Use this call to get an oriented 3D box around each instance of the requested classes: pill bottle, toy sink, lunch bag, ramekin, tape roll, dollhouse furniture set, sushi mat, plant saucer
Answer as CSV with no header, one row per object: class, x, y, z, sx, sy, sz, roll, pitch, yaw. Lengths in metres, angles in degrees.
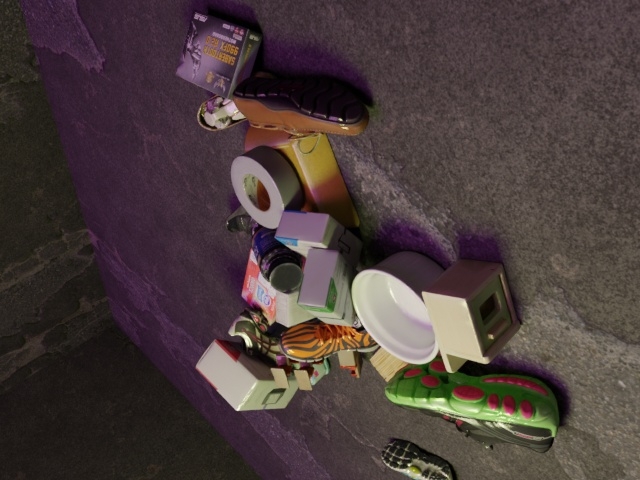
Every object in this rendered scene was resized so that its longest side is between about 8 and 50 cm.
pill bottle,-0.119,0.049,1.720,0.219,0.123,0.122,-119,14,-58
toy sink,0.352,0.182,1.376,0.131,0.153,0.234,7,123,50
lunch bag,-0.100,0.397,2.204,0.279,0.108,0.223,12,131,48
ramekin,0.224,0.161,1.540,0.277,0.135,0.277,32,141,32
tape roll,-0.149,-0.144,1.663,0.219,0.072,0.219,33,141,32
dollhouse furniture set,-0.005,0.362,1.935,0.260,0.262,0.135,0,126,17
sushi mat,0.249,0.344,1.770,0.151,0.019,0.316,48,145,13
plant saucer,-0.077,-0.167,1.689,0.333,0.081,0.332,2,120,51

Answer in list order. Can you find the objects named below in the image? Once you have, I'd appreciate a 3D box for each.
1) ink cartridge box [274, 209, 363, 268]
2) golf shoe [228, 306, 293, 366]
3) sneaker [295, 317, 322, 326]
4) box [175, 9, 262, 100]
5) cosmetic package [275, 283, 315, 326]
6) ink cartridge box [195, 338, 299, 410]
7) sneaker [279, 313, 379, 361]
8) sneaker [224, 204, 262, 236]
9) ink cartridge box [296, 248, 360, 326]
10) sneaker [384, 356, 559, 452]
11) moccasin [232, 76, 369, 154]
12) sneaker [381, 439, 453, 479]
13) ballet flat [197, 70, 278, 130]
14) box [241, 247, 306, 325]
ink cartridge box,0.000,0.000,1.615,0.148,0.085,0.203,7,163,32
golf shoe,-0.200,0.351,2.048,0.272,0.120,0.105,55,159,-20
sneaker,-0.016,0.218,1.853,0.080,0.211,0.081,-52,57,29
box,-0.271,-0.486,1.598,0.231,0.056,0.182,32,109,34
cosmetic package,-0.019,0.163,1.746,0.061,0.239,0.098,19,114,45
ink cartridge box,-0.237,0.456,2.064,0.226,0.131,0.306,36,-174,28
sneaker,0.052,0.245,1.706,0.180,0.322,0.124,117,141,-54
sneaker,-0.236,-0.047,1.999,0.228,0.087,0.130,-32,86,53
ink cartridge box,0.029,0.126,1.579,0.087,0.152,0.208,4,161,24
sneaker,0.361,0.431,1.544,0.483,0.185,0.202,4,122,47
moccasin,-0.047,-0.300,1.465,0.380,0.139,0.147,11,145,32
sneaker,0.313,0.749,1.993,0.275,0.107,0.109,15,140,46
ballet flat,-0.238,-0.371,1.683,0.349,0.123,0.123,-4,116,54
box,-0.142,0.122,1.976,0.154,0.142,0.299,43,146,18
